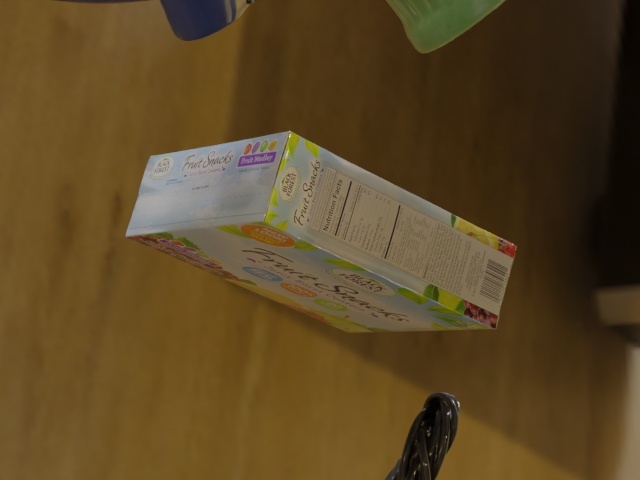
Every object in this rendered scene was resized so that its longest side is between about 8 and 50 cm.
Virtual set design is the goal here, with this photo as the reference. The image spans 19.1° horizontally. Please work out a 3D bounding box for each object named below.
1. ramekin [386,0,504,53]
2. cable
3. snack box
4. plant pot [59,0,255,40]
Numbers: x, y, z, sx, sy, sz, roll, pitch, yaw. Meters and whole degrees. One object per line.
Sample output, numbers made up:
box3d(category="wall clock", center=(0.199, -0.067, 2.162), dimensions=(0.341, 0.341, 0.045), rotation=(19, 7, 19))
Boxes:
box3d(category="ramekin", center=(0.157, -0.332, 1.792), dimensions=(0.148, 0.303, 0.303), rotation=(47, 45, -9))
box3d(category="cable", center=(0.064, 0.185, 1.419), dimensions=(0.047, 0.184, 0.150), rotation=(33, 30, 7))
box3d(category="snack box", center=(0.000, 0.000, 1.308), dimensions=(0.207, 0.174, 0.070), rotation=(24, 73, -34))
box3d(category="plant pot", center=(-0.104, -0.264, 1.058), dimensions=(0.236, 0.212, 0.236), rotation=(-59, 160, -19))
